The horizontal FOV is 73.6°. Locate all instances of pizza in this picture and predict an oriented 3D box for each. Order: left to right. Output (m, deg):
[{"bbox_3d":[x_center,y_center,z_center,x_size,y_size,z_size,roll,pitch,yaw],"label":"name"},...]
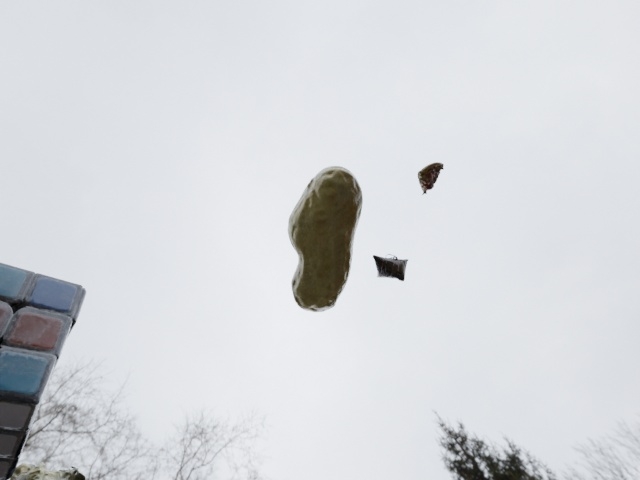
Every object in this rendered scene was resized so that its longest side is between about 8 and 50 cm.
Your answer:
[{"bbox_3d":[0.321,-0.188,1.214,0.099,0.029,0.100,-42,-36,-11],"label":"pizza"}]

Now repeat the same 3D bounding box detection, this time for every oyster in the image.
[{"bbox_3d":[-0.730,0.687,1.095,0.238,0.351,0.115,-49,-52,-20],"label":"oyster"}]

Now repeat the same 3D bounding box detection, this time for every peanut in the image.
[{"bbox_3d":[0.000,0.000,0.903,0.147,0.147,0.319,7,-76,-13],"label":"peanut"}]

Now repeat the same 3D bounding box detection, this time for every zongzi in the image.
[{"bbox_3d":[0.146,0.056,0.959,0.083,0.067,0.073,-13,-51,33],"label":"zongzi"}]

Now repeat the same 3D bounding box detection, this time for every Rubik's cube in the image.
[{"bbox_3d":[-0.787,0.278,0.946,0.363,0.359,0.362,26,-62,-27],"label":"Rubik's cube"}]
